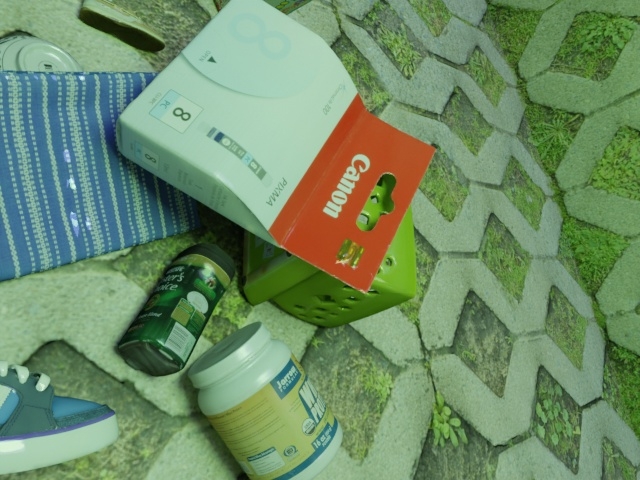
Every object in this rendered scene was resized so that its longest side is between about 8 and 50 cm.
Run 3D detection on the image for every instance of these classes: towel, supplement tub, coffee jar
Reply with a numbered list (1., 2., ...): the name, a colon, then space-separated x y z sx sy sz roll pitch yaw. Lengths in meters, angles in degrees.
1. towel: -0.298 -0.098 0.736 0.336 0.040 0.243 -20 109 -50
2. supplement tub: -0.077 0.228 0.785 0.199 0.144 0.144 58 42 -8
3. coffee jar: -0.190 0.089 0.775 0.079 0.096 0.184 46 44 -23

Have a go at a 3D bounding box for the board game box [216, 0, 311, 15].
1. board game box: -0.136 -0.576 1.088 0.142 0.144 0.275 -23 99 -48

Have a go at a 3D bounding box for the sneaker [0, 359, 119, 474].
1. sneaker: -0.362 0.108 0.561 0.323 0.130 0.236 5 73 -37

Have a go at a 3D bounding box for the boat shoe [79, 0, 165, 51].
1. boat shoe: -0.309 -0.347 0.902 0.135 0.050 0.045 19 64 -39

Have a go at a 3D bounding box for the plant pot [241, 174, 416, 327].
1. plant pot: 0.000 0.000 0.925 0.207 0.228 0.227 15 60 -32

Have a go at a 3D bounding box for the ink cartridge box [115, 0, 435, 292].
1. ink cartridge box: -0.032 -0.149 0.801 0.385 0.091 0.308 30 58 -1

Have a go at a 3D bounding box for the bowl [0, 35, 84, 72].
1. bowl: -0.371 -0.208 0.749 0.170 0.080 0.170 21 57 -37
